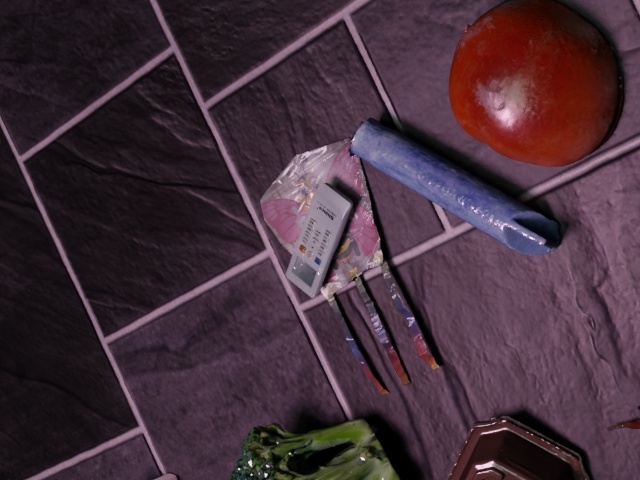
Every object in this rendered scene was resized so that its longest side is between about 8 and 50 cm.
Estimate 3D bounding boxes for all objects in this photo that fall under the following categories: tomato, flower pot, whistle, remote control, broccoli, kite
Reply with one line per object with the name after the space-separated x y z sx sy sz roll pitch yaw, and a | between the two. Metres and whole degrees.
0.243 -0.190 1.644 0.228 0.112 0.199 18 111 29 | tomato
0.237 0.368 1.798 0.179 0.084 0.251 28 119 13 | flower pot
0.171 -0.066 1.760 0.304 0.062 0.062 32 120 25 | whistle
0.000 0.000 1.908 0.061 0.029 0.162 40 126 29 | remote control
0.002 0.377 1.931 0.245 0.265 0.294 -35 87 3 | broccoli
0.045 0.039 1.910 0.204 0.022 0.360 -35 81 38 | kite

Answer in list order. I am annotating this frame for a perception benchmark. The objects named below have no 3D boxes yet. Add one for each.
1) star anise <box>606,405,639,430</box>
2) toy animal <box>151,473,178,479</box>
0.437 0.217 1.656 0.141 0.144 0.158 -13 106 -7 | star anise
-0.278 0.484 2.216 0.127 0.131 0.181 37 135 48 | toy animal
